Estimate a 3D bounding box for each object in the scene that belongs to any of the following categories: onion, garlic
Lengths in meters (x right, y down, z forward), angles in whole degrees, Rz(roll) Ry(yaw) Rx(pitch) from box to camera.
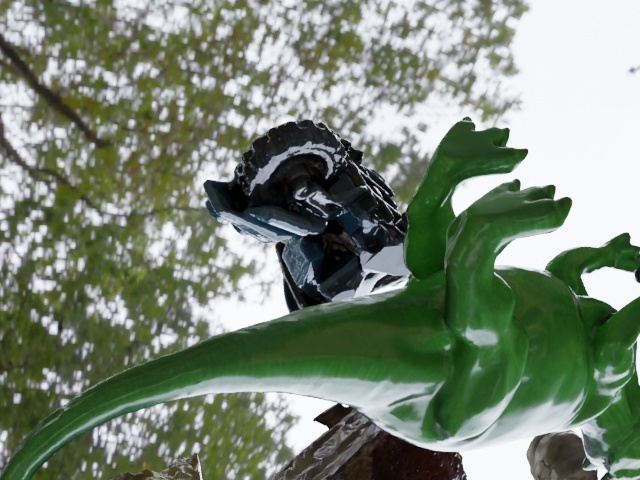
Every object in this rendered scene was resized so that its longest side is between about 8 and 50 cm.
[{"bbox_3d":[0.017,0.256,1.084,0.280,0.314,0.146,-44,-89,-8],"label":"onion"},{"bbox_3d":[0.317,0.287,1.490,0.094,0.074,0.113,-30,-125,-5],"label":"garlic"}]

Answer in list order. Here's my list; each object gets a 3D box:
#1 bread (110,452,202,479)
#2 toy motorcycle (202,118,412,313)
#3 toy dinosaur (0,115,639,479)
[{"bbox_3d":[-0.186,0.292,0.724,0.315,0.211,0.270,-19,-111,-3],"label":"bread"},{"bbox_3d":[0.000,0.000,1.428,0.232,0.416,0.172,-37,-122,13],"label":"toy motorcycle"},{"bbox_3d":[0.060,0.126,0.790,0.500,0.374,0.144,-29,-140,-15],"label":"toy dinosaur"}]
